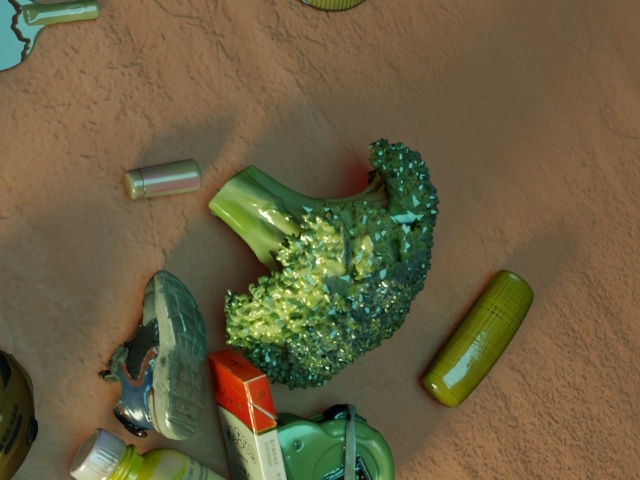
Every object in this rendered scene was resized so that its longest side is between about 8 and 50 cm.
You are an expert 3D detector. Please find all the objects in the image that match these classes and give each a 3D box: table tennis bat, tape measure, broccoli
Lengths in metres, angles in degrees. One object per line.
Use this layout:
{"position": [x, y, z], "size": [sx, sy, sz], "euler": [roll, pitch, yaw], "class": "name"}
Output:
{"position": [-0.400, -0.283, 1.289], "size": [0.235, 0.022, 0.131], "euler": [-14, 91, -23], "class": "table tennis bat"}
{"position": [0.015, 0.318, 1.382], "size": [0.175, 0.106, 0.199], "euler": [-19, 96, -21], "class": "tape measure"}
{"position": [0.016, 0.008, 1.329], "size": [0.302, 0.249, 0.375], "euler": [44, 76, -18], "class": "broccoli"}

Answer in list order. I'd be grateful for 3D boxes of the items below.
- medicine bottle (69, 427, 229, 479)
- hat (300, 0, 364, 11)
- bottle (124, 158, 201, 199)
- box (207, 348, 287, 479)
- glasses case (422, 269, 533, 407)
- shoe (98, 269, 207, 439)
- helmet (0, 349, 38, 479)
{"position": [-0.208, 0.318, 1.272], "size": [0.212, 0.122, 0.121], "euler": [36, 73, -18], "class": "medicine bottle"}
{"position": [0.022, -0.434, 1.458], "size": [0.193, 0.082, 0.193], "euler": [2, 84, -23], "class": "hat"}
{"position": [-0.210, -0.080, 1.345], "size": [0.096, 0.045, 0.045], "euler": [-12, 91, -22], "class": "bottle"}
{"position": [-0.086, 0.271, 1.297], "size": [0.035, 0.139, 0.245], "euler": [-15, 104, -24], "class": "box"}
{"position": [0.241, 0.148, 1.522], "size": [0.079, 0.064, 0.234], "euler": [41, 72, -9], "class": "glasses case"}
{"position": [-0.220, 0.155, 1.308], "size": [0.099, 0.126, 0.227], "euler": [38, 40, -53], "class": "shoe"}
{"position": [-0.427, 0.202, 1.148], "size": [0.198, 0.130, 0.224], "euler": [19, 63, -5], "class": "helmet"}
